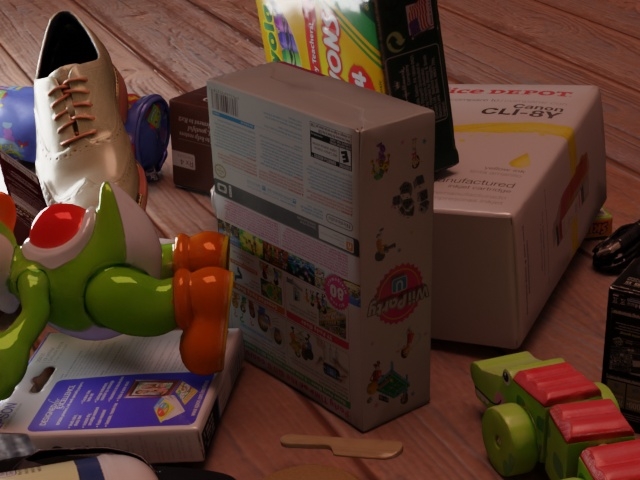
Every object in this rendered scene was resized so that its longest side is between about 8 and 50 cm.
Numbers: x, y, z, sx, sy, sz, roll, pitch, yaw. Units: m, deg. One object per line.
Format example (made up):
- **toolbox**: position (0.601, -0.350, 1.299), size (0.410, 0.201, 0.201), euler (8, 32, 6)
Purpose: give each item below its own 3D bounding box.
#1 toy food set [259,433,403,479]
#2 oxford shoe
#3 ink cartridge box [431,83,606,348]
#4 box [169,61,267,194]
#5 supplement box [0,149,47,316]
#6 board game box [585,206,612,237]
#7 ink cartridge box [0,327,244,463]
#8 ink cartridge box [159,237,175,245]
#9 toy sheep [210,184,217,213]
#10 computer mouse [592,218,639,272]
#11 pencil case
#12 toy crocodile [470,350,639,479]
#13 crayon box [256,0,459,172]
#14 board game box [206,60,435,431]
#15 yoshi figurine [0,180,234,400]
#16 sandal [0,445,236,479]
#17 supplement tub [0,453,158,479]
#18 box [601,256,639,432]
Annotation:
- **toy food set**: position (-0.011, 0.233, 1.069), size (0.132, 0.039, 0.192), euler (2, 28, 24)
- **oxford shoe**: position (-0.313, -0.137, 1.636), size (0.140, 0.146, 0.397), euler (-18, 46, -1)
- **ink cartridge box**: position (0.151, -0.049, 1.499), size (0.279, 0.160, 0.385), euler (4, 27, 25)
- **box**: position (-0.026, -0.178, 1.881), size (0.191, 0.143, 0.381), euler (15, 30, 31)
- **supplement box**: position (-0.382, -0.008, 1.502), size (0.130, 0.073, 0.239), euler (-48, 28, 6)
- **board game box**: position (0.286, -0.064, 1.728), size (0.124, 0.039, 0.259), euler (-6, 27, -7)
- **ink cartridge box**: position (-0.193, 0.147, 1.246), size (0.208, 0.045, 0.206), euler (-1, 22, 9)
- **ink cartridge box**: position (-0.213, 0.047, 1.503), size (0.189, 0.066, 0.232), euler (-17, 7, -32)
- **toy sheep**: position (-0.098, -0.059, 1.672), size (0.091, 0.091, 0.132), euler (-18, 17, -34)
- **computer mouse**: position (0.473, 0.007, 1.514), size (0.272, 0.072, 0.188), euler (19, 29, 38)
- **pencil case**: position (-0.358, -0.155, 1.859), size (0.306, 0.133, 0.119), euler (6, 46, 19)
- **toy crocodile**: position (0.224, 0.174, 1.097), size (0.115, 0.105, 0.340), euler (-7, 24, -14)
- **crayon box**: position (0.020, -0.198, 1.432), size (0.081, 0.202, 0.318), euler (-21, 25, -24)
- **board game box**: position (0.000, 0.000, 1.257), size (0.097, 0.303, 0.224), euler (-20, 30, -35)
- **yoshi figurine**: position (-0.269, 0.073, 1.237), size (0.362, 0.203, 0.203), euler (6, 62, -6)
- **sandal**: position (-0.185, 0.202, 1.088), size (0.254, 0.055, 0.097), euler (-1, 22, 19)
- **supplement tub**: position (-0.241, 0.263, 0.750), size (0.324, 0.235, 0.235), euler (-8, 24, -15)
- **box**: position (0.357, 0.111, 1.186), size (0.180, 0.147, 0.077), euler (12, 27, 29)
